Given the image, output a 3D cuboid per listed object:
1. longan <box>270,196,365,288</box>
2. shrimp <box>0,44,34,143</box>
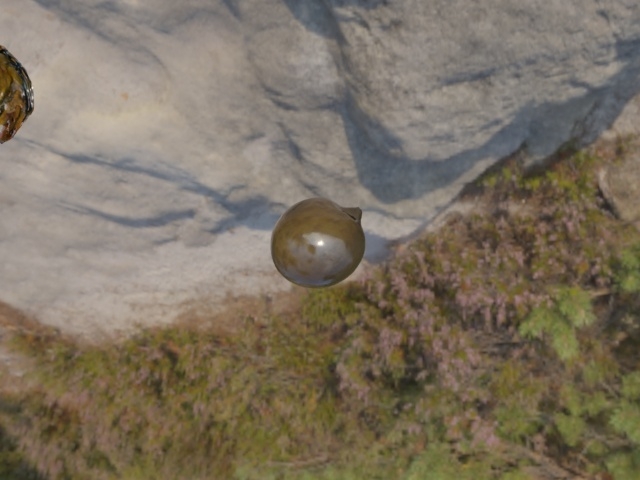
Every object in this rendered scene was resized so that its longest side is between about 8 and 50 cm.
[{"bbox_3d":[0.000,0.000,0.865,0.113,0.113,0.092,-14,121,24],"label":"longan"},{"bbox_3d":[-0.417,-0.125,0.914,0.066,0.262,0.117,-12,133,47],"label":"shrimp"}]
